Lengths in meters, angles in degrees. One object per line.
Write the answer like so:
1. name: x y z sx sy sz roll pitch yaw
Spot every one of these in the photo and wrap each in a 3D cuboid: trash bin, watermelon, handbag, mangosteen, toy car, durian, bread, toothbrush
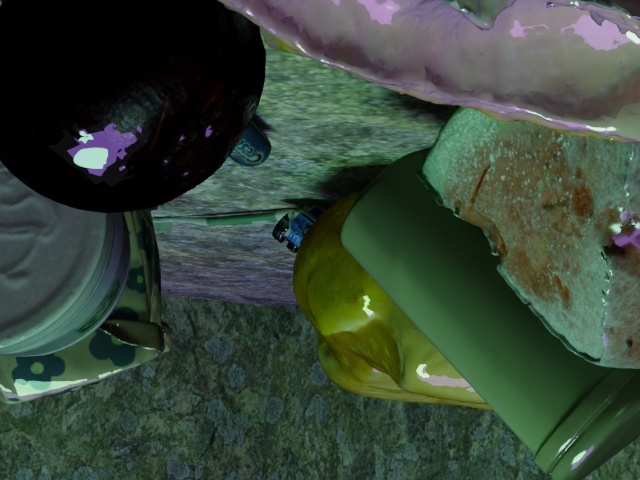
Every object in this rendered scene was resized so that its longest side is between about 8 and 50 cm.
1. trash bin: 0.170 0.034 0.833 0.243 0.247 0.121 -21 147 -44
2. watermelon: 0.209 -0.026 0.678 0.213 0.201 0.262 -4 169 -17
3. handbag: -0.269 0.041 1.219 0.193 0.251 0.190 -8 179 2
4. mangosteen: -0.105 -0.091 0.551 0.153 0.152 0.152 2 173 0
5. toy car: 0.000 0.000 1.403 0.080 0.070 0.171 38 179 12
6. durian: 0.072 -0.113 0.415 0.341 0.112 0.191 12 180 -13
7. bread: 0.166 0.055 1.199 0.394 0.250 0.361 7 170 -9
8. toothbrush: -0.136 -0.027 1.497 0.257 0.024 0.018 -4 171 35

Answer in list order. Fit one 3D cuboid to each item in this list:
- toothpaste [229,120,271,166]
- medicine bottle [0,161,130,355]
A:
1. toothpaste: -0.077 -0.091 0.905 0.057 0.034 0.197 -15 168 10
2. medicine bottle: -0.276 -0.003 0.959 0.212 0.212 0.325 3 173 -6
